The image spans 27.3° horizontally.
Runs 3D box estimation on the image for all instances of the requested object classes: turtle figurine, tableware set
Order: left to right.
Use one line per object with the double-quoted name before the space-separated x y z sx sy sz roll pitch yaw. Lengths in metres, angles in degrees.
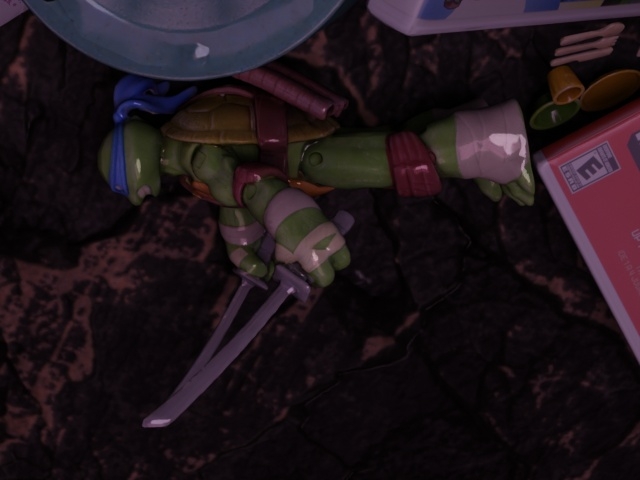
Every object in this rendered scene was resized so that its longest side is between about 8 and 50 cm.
"turtle figurine" 0.000 0.000 0.861 0.266 0.275 0.198 -10 154 -5
"tableware set" 0.218 -0.113 0.888 0.154 0.024 0.104 -14 155 -14

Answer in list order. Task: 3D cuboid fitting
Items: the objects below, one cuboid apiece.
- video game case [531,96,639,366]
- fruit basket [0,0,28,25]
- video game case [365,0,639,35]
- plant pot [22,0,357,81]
"video game case" 0.313 -0.044 0.898 0.285 0.025 0.204 -28 118 9
"fruit basket" -0.388 -0.175 0.736 0.353 0.165 0.327 -34 133 0
"video game case" 0.175 -0.255 0.698 0.036 0.329 0.300 35 118 24
"plant pot" -0.064 -0.208 0.686 0.271 0.255 0.272 0 118 0
